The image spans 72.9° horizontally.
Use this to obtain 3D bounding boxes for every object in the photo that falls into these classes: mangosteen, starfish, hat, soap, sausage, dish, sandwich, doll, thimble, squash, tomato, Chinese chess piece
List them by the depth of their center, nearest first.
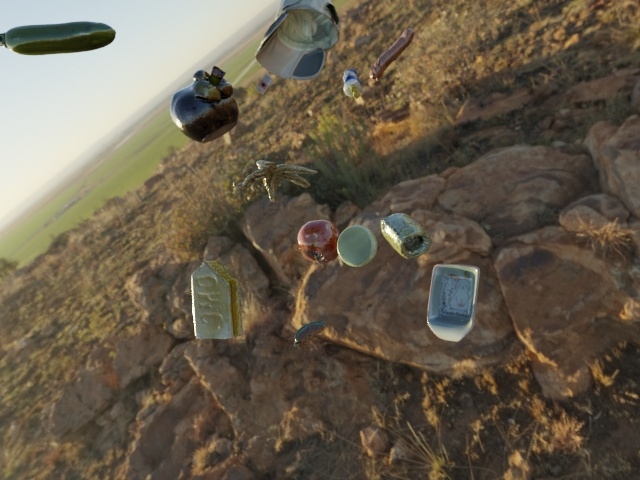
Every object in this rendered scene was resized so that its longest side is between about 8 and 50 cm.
[{"bbox_3d":[-0.608,-0.465,1.000,0.257,0.069,0.069,-11,25,-11],"label":"squash"},{"bbox_3d":[-0.075,-0.619,1.308,0.275,0.232,0.161,-43,50,18],"label":"hat"},{"bbox_3d":[0.095,-0.488,1.339,0.057,0.099,0.143,-22,41,13],"label":"doll"},{"bbox_3d":[0.421,0.195,1.353,0.154,0.064,0.235,2,77,42],"label":"dish"},{"bbox_3d":[-0.350,0.195,1.456,0.160,0.258,0.080,-5,0,23],"label":"soap"},{"bbox_3d":[0.128,0.019,1.498,0.144,0.058,0.144,-2,85,30],"label":"Chinese chess piece"},{"bbox_3d":[-0.045,0.332,1.560,0.135,0.029,0.067,-35,39,-17],"label":"sandwich"},{"bbox_3d":[-0.436,-0.521,1.679,0.287,0.233,0.287,-30,0,0],"label":"mangosteen"},{"bbox_3d":[0.329,-0.022,1.687,0.137,0.190,0.143,-51,42,15],"label":"thimble"},{"bbox_3d":[-0.207,-0.281,1.896,0.374,0.327,0.095,-13,70,18],"label":"starfish"},{"bbox_3d":[-0.004,-0.001,2.101,0.231,0.232,0.189,-11,44,42],"label":"tomato"},{"bbox_3d":[0.364,-0.952,2.223,0.304,0.078,0.078,-46,25,12],"label":"sausage"}]

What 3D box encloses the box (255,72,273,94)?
[{"bbox_3d":[-0.252,-0.703,1.946,0.083,0.046,0.012,-49,7,20],"label":"box"}]
